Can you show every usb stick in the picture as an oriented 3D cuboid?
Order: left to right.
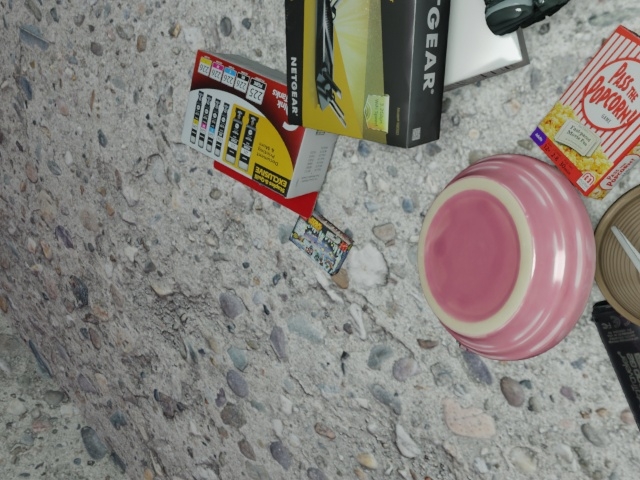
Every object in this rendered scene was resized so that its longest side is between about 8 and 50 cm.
[{"bbox_3d":[0.517,0.224,0.865,0.077,0.045,0.278,-22,92,47],"label":"usb stick"}]

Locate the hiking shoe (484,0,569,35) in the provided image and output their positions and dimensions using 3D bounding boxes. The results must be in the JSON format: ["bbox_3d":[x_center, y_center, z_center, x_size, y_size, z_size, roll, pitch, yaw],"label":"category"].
[{"bbox_3d":[0.332,-0.372,0.666,0.304,0.113,0.132,-23,95,-4],"label":"hiking shoe"}]

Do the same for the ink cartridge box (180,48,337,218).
[{"bbox_3d":[-0.133,-0.215,1.133,0.309,0.130,0.272,29,115,26],"label":"ink cartridge box"}]

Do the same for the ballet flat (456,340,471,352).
[{"bbox_3d":[0.313,0.117,0.972,0.079,0.077,0.221,19,121,11],"label":"ballet flat"}]

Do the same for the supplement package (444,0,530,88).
[{"bbox_3d":[0.190,-0.332,0.827,0.203,0.149,0.194,-11,99,27],"label":"supplement package"}]

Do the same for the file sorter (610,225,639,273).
[{"bbox_3d":[0.478,-0.006,0.553,0.278,0.193,0.173,-41,96,26],"label":"file sorter"}]

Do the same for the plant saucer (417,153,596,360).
[{"bbox_3d":[0.264,0.026,0.866,0.332,0.084,0.332,-6,83,61],"label":"plant saucer"}]

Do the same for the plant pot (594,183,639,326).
[{"bbox_3d":[0.499,0.029,0.741,0.237,0.110,0.237,6,103,27],"label":"plant pot"}]

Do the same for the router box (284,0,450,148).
[{"bbox_3d":[0.057,-0.303,0.761,0.243,0.081,0.309,21,121,41],"label":"router box"}]

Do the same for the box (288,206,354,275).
[{"bbox_3d":[0.000,0.000,1.188,0.137,0.027,0.094,39,124,20],"label":"box"}]

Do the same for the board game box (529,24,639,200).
[{"bbox_3d":[0.408,-0.177,0.764,0.193,0.045,0.147,-58,38,34],"label":"board game box"}]
